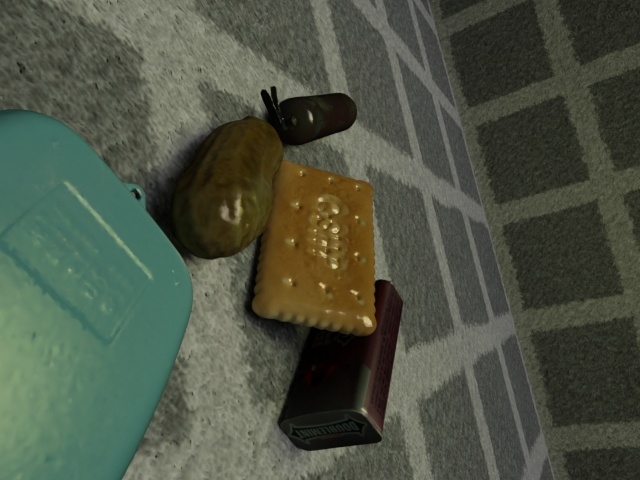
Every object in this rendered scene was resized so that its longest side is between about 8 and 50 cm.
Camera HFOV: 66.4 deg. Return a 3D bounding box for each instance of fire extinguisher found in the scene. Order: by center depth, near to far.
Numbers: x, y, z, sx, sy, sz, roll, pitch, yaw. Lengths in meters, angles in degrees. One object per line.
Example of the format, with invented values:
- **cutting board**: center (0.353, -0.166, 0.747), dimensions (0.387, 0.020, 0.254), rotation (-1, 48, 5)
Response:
- **fire extinguisher**: center (-0.017, -0.205, 0.782), dimensions (0.267, 0.072, 0.089), rotation (-39, 118, -61)

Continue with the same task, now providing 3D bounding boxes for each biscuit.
- **biscuit**: center (0.000, -0.001, 0.647), dimensions (0.160, 0.030, 0.250), rotation (14, 53, -12)

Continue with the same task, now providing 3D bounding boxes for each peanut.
- **peanut**: center (-0.095, -0.064, 0.539), dimensions (0.226, 0.095, 0.108), rotation (-80, 159, -47)

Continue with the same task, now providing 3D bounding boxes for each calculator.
- **calculator**: center (-0.205, 0.073, 0.299), dimensions (0.256, 0.054, 0.387), rotation (57, 30, -29)

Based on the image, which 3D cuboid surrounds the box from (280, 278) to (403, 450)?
- **box**: center (0.037, 0.153, 0.636), dimensions (0.069, 0.120, 0.224), rotation (56, 33, -23)
